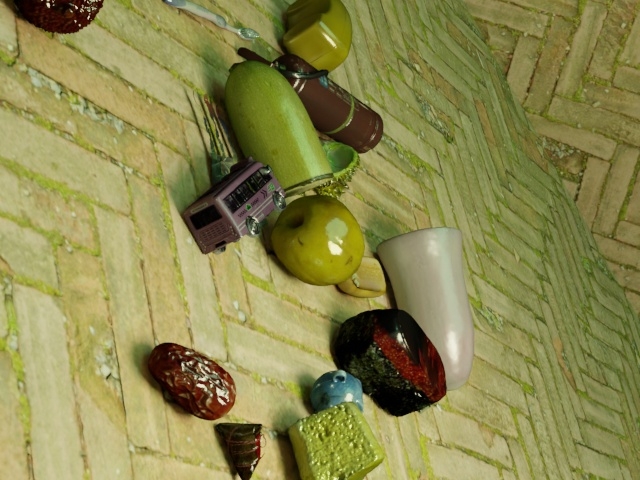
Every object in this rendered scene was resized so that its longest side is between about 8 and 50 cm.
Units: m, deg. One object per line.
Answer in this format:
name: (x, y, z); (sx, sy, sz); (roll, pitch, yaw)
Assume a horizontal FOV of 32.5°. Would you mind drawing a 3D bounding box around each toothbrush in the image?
toothbrush: (-0.191, -0.394, 1.949); (0.269, 0.027, 0.021); (9, 72, -59)

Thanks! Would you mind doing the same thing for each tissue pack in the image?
tissue pack: (0.000, -0.418, 2.221); (0.127, 0.123, 0.178); (43, 32, -31)

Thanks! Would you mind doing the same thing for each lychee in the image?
lychee: (-0.356, -0.344, 1.475); (0.123, 0.123, 0.129); (7, 56, -61)

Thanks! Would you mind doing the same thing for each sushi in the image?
sushi: (0.122, 0.208, 1.897); (0.225, 0.126, 0.136); (51, 27, -39)

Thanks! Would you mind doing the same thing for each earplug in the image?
earplug: (0.221, 0.141, 2.114); (0.172, 0.172, 0.301); (15, 60, -58)

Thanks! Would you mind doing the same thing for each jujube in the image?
jujube: (-0.168, 0.180, 1.422); (0.129, 0.077, 0.077); (39, 34, -24)

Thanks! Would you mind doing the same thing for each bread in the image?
bread: (0.021, 0.309, 1.610); (0.111, 0.129, 0.114); (107, -38, -70)
bread: (0.067, 0.068, 1.987); (0.115, 0.056, 0.082); (5, 62, -54)

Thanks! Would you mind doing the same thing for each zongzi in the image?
zongzi: (-0.099, 0.283, 1.495); (0.073, 0.067, 0.083); (-18, 102, -76)

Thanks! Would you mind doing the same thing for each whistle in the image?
whistle: (0.025, 0.258, 1.726); (0.090, 0.090, 0.158); (-83, 179, -49)

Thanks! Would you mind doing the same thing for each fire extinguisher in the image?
fire extinguisher: (-0.019, -0.277, 2.093); (0.341, 0.141, 0.105); (29, 85, -47)

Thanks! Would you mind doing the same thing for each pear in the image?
pear: (0.000, 0.000, 1.816); (0.162, 0.149, 0.149); (34, 39, -41)

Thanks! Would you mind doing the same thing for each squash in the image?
squash: (-0.080, -0.194, 1.853); (0.132, 0.132, 0.247); (-18, 85, -65)

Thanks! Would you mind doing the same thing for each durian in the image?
durian: (0.015, -0.129, 2.075); (0.100, 0.086, 0.215); (23, 32, -6)

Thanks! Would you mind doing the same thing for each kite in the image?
kite: (-0.154, -0.128, 1.787); (0.141, 0.015, 0.245); (3, 68, -63)

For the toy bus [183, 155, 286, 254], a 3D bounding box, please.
toy bus: (-0.128, -0.055, 1.676); (0.098, 0.087, 0.178); (58, 31, -10)
